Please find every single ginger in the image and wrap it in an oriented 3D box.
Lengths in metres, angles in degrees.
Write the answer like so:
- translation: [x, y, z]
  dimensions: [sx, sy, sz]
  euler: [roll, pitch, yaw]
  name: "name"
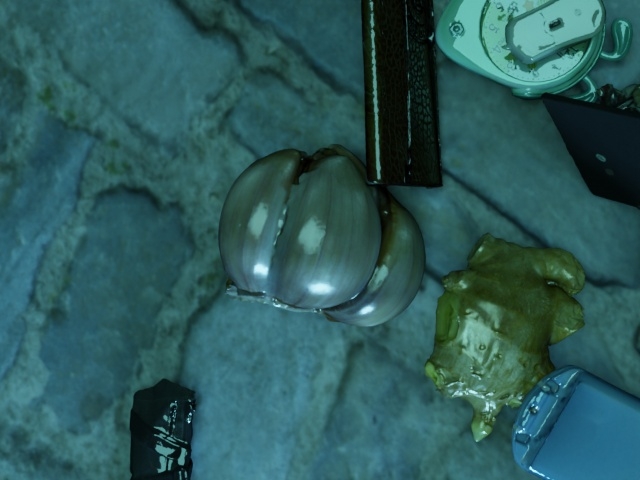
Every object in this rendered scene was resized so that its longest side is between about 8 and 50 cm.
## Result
- translation: [0.185, 0.102, 1.433]
  dimensions: [0.157, 0.102, 0.216]
  euler: [16, 85, -17]
  name: "ginger"

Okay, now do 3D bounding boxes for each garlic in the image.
- translation: [0.000, 0.000, 1.435]
  dimensions: [0.214, 0.160, 0.191]
  euler: [20, 102, 13]
  name: "garlic"

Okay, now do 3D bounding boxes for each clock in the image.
- translation: [0.226, -0.219, 1.458]
  dimensions: [0.188, 0.060, 0.148]
  euler: [36, 93, 8]
  name: "clock"

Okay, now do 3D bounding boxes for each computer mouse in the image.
- translation: [0.237, -0.217, 1.410]
  dimensions: [0.110, 0.032, 0.056]
  euler: [-24, 86, 15]
  name: "computer mouse"

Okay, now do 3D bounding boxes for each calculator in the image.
- translation: [0.293, 0.211, 1.410]
  dimensions: [0.210, 0.039, 0.121]
  euler: [27, 97, -15]
  name: "calculator"

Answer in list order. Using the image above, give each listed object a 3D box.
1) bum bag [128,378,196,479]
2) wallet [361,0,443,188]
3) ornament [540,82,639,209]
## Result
- translation: [-0.172, 0.248, 1.511]
  dimensions: [0.087, 0.049, 0.198]
  euler: [5, 92, 25]
  name: "bum bag"
- translation: [0.087, -0.176, 1.444]
  dimensions: [0.039, 0.132, 0.243]
  euler: [-5, 86, 34]
  name: "wallet"
- translation: [0.353, -0.147, 1.402]
  dimensions: [0.166, 0.153, 0.196]
  euler: [21, 63, 46]
  name: "ornament"
